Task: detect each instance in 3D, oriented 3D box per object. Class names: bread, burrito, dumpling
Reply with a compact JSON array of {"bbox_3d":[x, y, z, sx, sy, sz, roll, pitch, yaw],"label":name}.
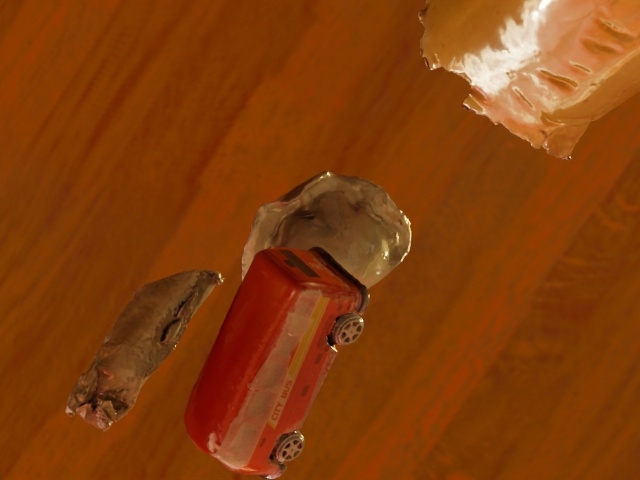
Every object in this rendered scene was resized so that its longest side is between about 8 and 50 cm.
[{"bbox_3d":[0.143,-0.136,0.743,0.134,0.173,0.085,41,54,0],"label":"bread"},{"bbox_3d":[-0.133,0.074,0.984,0.055,0.041,0.149,30,73,12],"label":"burrito"},{"bbox_3d":[0.000,0.000,1.313,0.188,0.108,0.127,-21,97,-14],"label":"dumpling"}]

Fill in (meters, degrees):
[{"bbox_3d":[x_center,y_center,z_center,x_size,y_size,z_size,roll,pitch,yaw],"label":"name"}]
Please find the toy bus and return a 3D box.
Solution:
[{"bbox_3d":[-0.038,0.090,0.965,0.077,0.079,0.174,12,110,-43],"label":"toy bus"}]
